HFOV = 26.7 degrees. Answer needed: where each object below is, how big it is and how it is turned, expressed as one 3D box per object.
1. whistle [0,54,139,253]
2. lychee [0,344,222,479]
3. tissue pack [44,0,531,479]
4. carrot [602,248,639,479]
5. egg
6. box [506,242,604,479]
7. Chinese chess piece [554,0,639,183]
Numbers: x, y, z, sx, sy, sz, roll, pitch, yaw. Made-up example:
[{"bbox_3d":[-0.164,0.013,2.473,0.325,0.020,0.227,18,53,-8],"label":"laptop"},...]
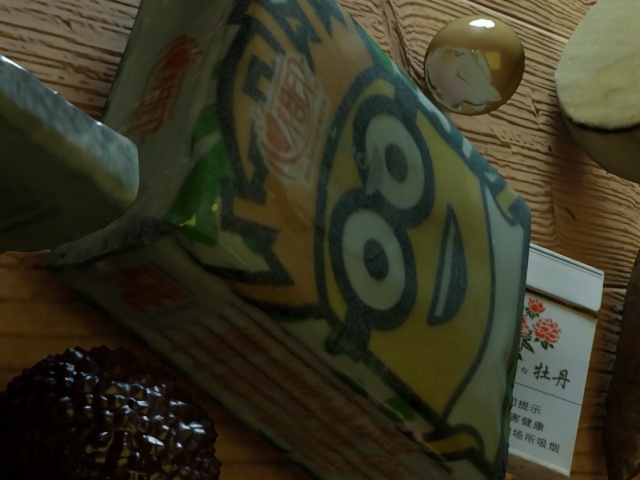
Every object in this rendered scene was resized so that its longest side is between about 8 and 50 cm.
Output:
[{"bbox_3d":[-0.244,-0.053,0.483,0.404,0.168,0.188,-19,95,-59],"label":"whistle"},{"bbox_3d":[-0.107,0.107,0.648,0.123,0.123,0.129,65,25,-14],"label":"lychee"},{"bbox_3d":[0.000,0.000,0.821,0.311,0.128,0.228,43,45,-37],"label":"tissue pack"},{"bbox_3d":[0.305,0.119,1.240,0.102,0.102,0.263,52,47,-29],"label":"carrot"},{"bbox_3d":[0.127,-0.143,1.085,0.096,0.080,0.080,-41,111,-47],"label":"egg"},{"bbox_3d":[0.151,0.085,1.031,0.109,0.029,0.198,21,52,-2],"label":"box"},{"bbox_3d":[0.337,-0.163,1.229,0.097,0.250,0.251,42,47,-30],"label":"Chinese chess piece"}]
